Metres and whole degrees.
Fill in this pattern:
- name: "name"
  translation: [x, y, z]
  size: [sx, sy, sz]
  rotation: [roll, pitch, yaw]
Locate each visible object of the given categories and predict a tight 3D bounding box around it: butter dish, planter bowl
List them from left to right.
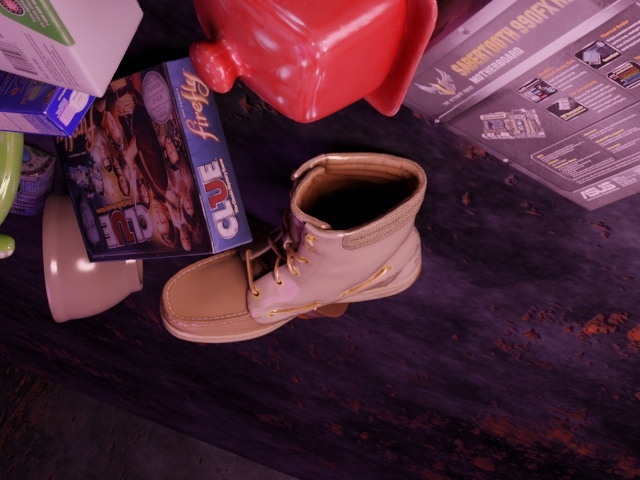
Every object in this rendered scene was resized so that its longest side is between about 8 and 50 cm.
- name: "planter bowl"
  translation: [-0.279, 0.018, 1.344]
  size: [0.109, 0.162, 0.162]
  rotation: [-4, 160, -4]
- name: "butter dish"
  translation: [-0.027, -0.134, 0.651]
  size: [0.160, 0.118, 0.160]
  rotation: [47, 162, 9]

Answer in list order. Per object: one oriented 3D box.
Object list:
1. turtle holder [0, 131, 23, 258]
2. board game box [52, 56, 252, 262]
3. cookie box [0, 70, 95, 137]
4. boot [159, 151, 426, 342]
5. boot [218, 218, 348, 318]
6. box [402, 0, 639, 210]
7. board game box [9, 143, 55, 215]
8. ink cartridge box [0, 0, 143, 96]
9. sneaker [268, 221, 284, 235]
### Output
- name: "turtle holder"
  translation: [-0.454, -0.101, 1.043]
  size: [0.320, 0.243, 0.227]
  rotation: [30, -171, 26]
- name: "board game box"
  translation: [-0.165, -0.066, 0.988]
  size: [0.243, 0.042, 0.165]
  rotation: [-6, 102, 53]
- name: "cookie box"
  translation: [-0.248, -0.141, 0.960]
  size: [0.107, 0.091, 0.040]
  rotation: [9, 152, 35]
- name: "boot"
  translation: [-0.031, 0.008, 0.978]
  size: [0.262, 0.095, 0.203]
  rotation: [-11, 158, -3]
- name: "boot"
  translation: [-0.079, 0.040, 1.280]
  size: [0.197, 0.073, 0.152]
  rotation: [37, 160, -29]
- name: "box"
  translation: [0.166, -0.105, 0.655]
  size: [0.183, 0.056, 0.231]
  rotation: [28, 160, -13]
- name: "board game box"
  translation: [-0.422, -0.100, 1.293]
  size: [0.194, 0.060, 0.194]
  rotation: [24, 159, -7]
- name: "ink cartridge box"
  translation: [-0.261, -0.203, 0.816]
  size: [0.209, 0.086, 0.153]
  rotation: [16, 160, 15]
- name: "sneaker"
  translation: [0.000, 0.000, 1.132]
  size: [0.134, 0.070, 0.051]
  rotation: [-19, 150, 17]
